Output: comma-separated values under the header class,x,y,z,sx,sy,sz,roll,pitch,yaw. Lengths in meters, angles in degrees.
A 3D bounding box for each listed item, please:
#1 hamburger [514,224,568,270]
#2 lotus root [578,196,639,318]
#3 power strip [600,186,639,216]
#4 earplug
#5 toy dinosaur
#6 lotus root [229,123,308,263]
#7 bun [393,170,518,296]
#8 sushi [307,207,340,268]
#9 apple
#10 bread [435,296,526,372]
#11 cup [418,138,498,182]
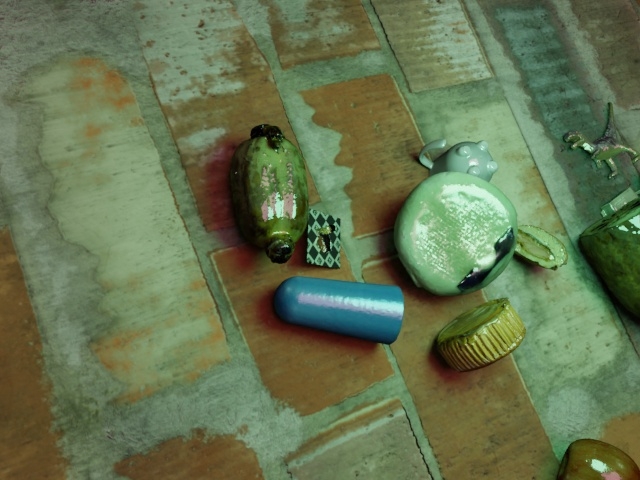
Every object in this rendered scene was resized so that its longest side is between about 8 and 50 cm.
class,x,y,z,sx,sy,sz,roll,pitch,yaw
hamburger,0.557,0.021,1.606,0.102,0.176,0.087,27,92,-49
lotus root,0.850,0.067,1.616,0.250,0.250,0.346,-40,91,-26
power strip,0.874,-0.105,1.797,0.175,0.042,0.075,-33,84,-26
earplug,0.032,0.143,1.377,0.273,0.132,0.132,10,69,-12
toy dinosaur,0.838,-0.292,1.835,0.251,0.072,0.200,-32,75,-16
lotus root,-0.111,-0.095,1.387,0.173,0.173,0.309,1,72,-19
bun,0.308,-0.017,1.498,0.293,0.187,0.293,0,91,-4
sushi,0.000,0.000,1.447,0.120,0.026,0.126,16,70,-49
apple,0.627,0.548,1.425,0.168,0.181,0.181,21,65,13
bread,0.366,0.219,1.428,0.199,0.199,0.104,-35,90,-26
cup,0.353,-0.197,1.590,0.134,0.142,0.173,-34,85,-25
